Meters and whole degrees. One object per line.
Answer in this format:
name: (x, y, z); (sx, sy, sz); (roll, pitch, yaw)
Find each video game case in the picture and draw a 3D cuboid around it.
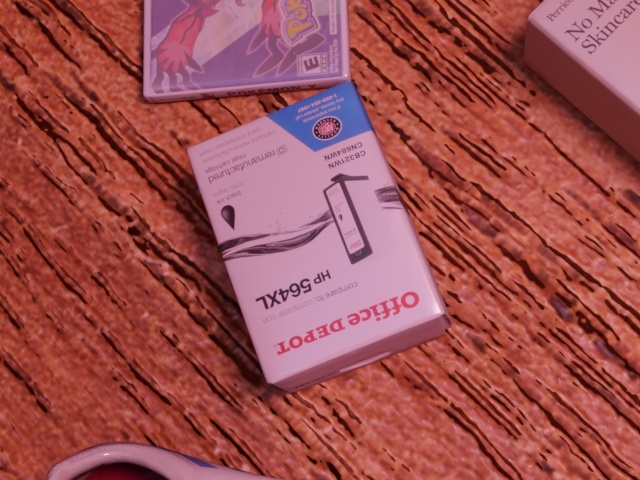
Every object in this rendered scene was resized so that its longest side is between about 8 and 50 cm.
video game case: (-0.067, -0.226, 0.928); (0.183, 0.023, 0.201); (-4, 78, 9)

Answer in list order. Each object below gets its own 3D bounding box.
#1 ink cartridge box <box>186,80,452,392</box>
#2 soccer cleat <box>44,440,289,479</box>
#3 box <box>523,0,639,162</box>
ink cartridge box: (0.000, 0.000, 0.836); (0.148, 0.086, 0.203); (-23, 75, 4)
soccer cleat: (-0.052, 0.227, 0.767); (0.331, 0.143, 0.116); (10, 80, 12)
box: (0.291, -0.105, 0.802); (0.275, 0.094, 0.113); (43, 88, 15)
